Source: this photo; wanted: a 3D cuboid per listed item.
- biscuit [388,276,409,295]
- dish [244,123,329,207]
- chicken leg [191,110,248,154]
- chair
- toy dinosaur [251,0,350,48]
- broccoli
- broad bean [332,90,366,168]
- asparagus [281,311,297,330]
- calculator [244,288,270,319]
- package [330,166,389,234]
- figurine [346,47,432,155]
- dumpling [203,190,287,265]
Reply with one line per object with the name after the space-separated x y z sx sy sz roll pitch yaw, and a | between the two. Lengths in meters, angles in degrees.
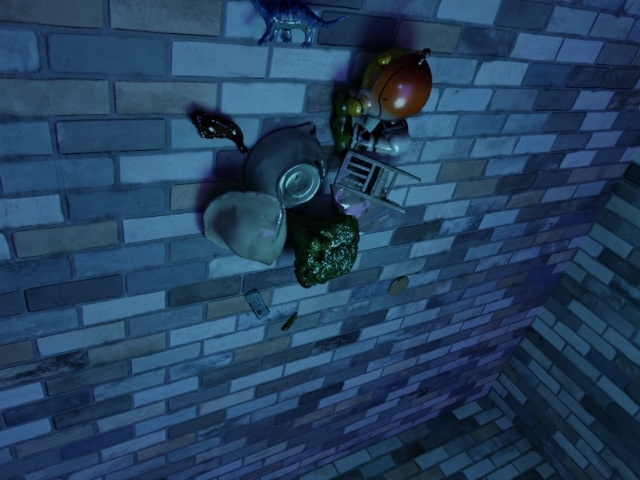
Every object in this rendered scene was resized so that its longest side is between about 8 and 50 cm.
0.370 0.216 2.225 0.120 0.015 0.120 -20 135 -21 | biscuit
-0.084 -0.203 1.468 0.303 0.120 0.302 -18 134 -20 | dish
-0.268 -0.300 1.309 0.205 0.053 0.093 22 134 -37 | chicken leg
0.184 -0.207 1.614 0.271 0.147 0.136 19 103 -8 | chair
-0.086 -0.555 1.199 0.330 0.076 0.144 8 114 -27 | toy dinosaur
0.000 0.000 1.582 0.304 0.283 0.321 -46 174 -15 | broccoli
0.083 -0.347 1.514 0.098 0.056 0.318 -40 145 -14 | broad bean
-0.124 0.342 1.980 0.021 0.025 0.108 31 105 -36 | asparagus
-0.241 0.249 1.824 0.057 0.018 0.171 -28 138 -10 | calculator
0.146 -0.140 1.738 0.204 0.062 0.250 -26 123 -14 | package
0.223 -0.427 1.423 0.320 0.196 0.322 -22 133 -38 | figurine
-0.235 -0.033 1.481 0.261 0.341 0.181 11 80 -6 | dumpling
